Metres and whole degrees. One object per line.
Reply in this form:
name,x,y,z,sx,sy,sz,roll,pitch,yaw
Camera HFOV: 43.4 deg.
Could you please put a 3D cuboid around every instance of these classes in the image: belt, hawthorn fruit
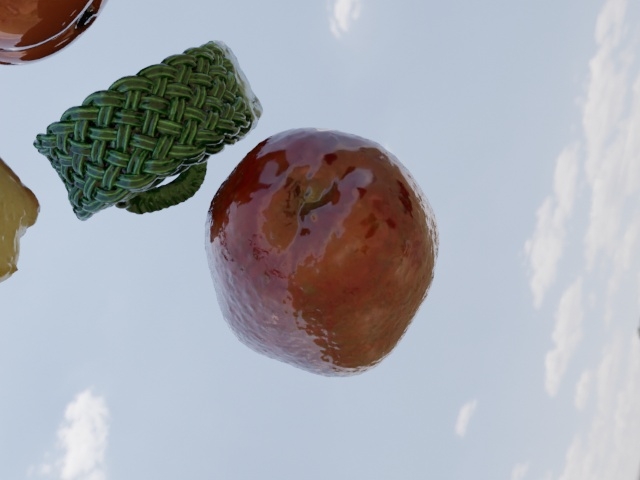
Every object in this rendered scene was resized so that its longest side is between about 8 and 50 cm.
belt,-0.094,-0.061,0.491,0.079,0.121,0.151,60,-150,-11
hawthorn fruit,0.000,0.000,0.435,0.138,0.132,0.133,105,-170,-67

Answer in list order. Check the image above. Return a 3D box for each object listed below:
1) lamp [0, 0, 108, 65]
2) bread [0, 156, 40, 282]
lamp,-0.187,-0.168,0.393,0.164,0.187,0.187,-67,-27,-8
bread,-0.456,-0.063,0.658,0.324,0.333,0.143,74,-165,-59
